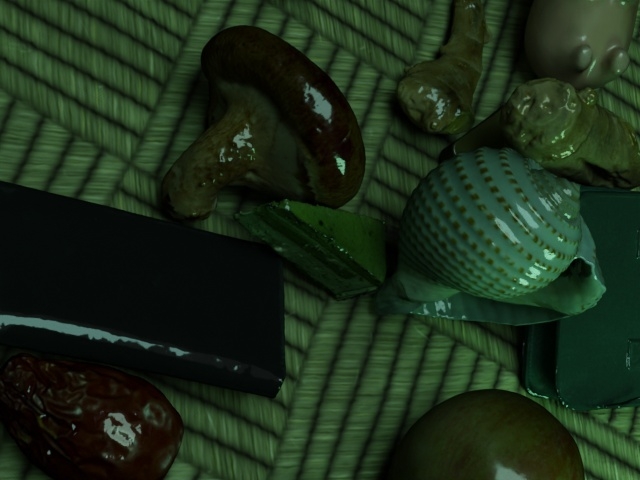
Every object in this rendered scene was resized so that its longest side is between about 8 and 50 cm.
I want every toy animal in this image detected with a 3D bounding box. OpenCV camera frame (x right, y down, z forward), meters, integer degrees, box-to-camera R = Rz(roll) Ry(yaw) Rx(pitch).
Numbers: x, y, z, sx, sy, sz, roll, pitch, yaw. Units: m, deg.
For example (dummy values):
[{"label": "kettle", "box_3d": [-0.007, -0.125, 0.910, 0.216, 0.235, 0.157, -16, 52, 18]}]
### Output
[{"label": "toy animal", "box_3d": [0.416, -0.400, 2.088, 0.237, 0.269, 0.326, 12, 102, -24]}]

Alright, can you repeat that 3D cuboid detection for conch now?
[{"label": "conch", "box_3d": [0.229, -0.002, 1.797, 0.303, 0.319, 0.215, 27, 63, -41]}]

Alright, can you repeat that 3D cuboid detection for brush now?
[{"label": "brush", "box_3d": [0.281, -0.133, 2.017, 0.197, 0.059, 0.123, -36, 97, -31]}]

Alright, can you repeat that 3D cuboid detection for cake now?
[{"label": "cake", "box_3d": [-0.010, -0.018, 1.757, 0.235, 0.100, 0.099, 36, 51, -39]}]

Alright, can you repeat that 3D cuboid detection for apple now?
[{"label": "apple", "box_3d": [0.230, 0.317, 1.738, 0.234, 0.257, 0.257, -35, 93, -34]}]

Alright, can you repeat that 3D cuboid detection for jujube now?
[{"label": "jujube", "box_3d": [-0.279, 0.211, 1.549, 0.236, 0.168, 0.168, 29, 62, 2]}]

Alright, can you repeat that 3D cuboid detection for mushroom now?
[{"label": "mushroom", "box_3d": [-0.059, -0.134, 1.726, 0.267, 0.267, 0.255, 25, 65, -20]}]

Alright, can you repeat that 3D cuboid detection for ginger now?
[{"label": "ginger", "box_3d": [0.194, -0.272, 2.006, 0.131, 0.086, 0.295, 25, 56, -9]}, {"label": "ginger", "box_3d": [0.380, -0.145, 1.952, 0.354, 0.190, 0.126, 14, 44, -42]}]

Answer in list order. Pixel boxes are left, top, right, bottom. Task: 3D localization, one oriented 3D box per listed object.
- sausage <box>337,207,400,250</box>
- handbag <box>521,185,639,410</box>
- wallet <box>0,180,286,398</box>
[{"label": "sausage", "box_3d": [0.081, -0.012, 1.886, 0.269, 0.033, 0.033, 18, 67, -23]}, {"label": "handbag", "box_3d": [0.423, 0.084, 1.958, 0.238, 0.089, 0.327, 1, 93, -29]}, {"label": "wallet", "box_3d": [-0.233, 0.063, 1.655, 0.406, 0.062, 0.228, 15, 49, -25]}]
